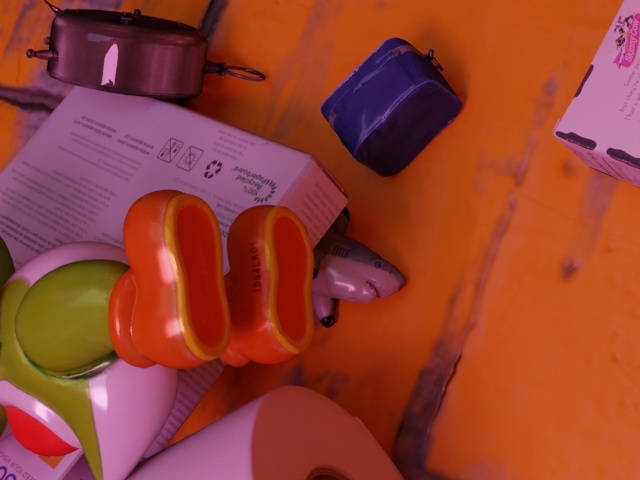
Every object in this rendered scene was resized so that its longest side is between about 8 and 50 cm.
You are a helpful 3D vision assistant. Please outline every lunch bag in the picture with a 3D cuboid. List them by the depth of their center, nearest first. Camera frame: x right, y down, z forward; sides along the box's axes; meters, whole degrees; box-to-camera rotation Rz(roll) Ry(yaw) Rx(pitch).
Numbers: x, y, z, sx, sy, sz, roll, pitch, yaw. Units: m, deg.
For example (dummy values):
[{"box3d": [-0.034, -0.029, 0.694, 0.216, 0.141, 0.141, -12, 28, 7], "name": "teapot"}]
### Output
[{"box3d": [0.054, -0.106, 1.096, 0.098, 0.067, 0.065, -44, 55, 10], "name": "lunch bag"}]

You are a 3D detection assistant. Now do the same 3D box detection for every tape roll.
[{"box3d": [-0.037, 0.236, 0.915, 0.169, 0.246, 0.246, -31, 58, 19], "name": "tape roll"}]

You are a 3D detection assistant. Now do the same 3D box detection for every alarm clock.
[{"box3d": [-0.139, -0.154, 1.197, 0.192, 0.129, 0.064, 11, 103, -6], "name": "alarm clock"}]

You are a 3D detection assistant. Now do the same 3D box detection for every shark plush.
[{"box3d": [0.000, 0.000, 1.117, 0.067, 0.073, 0.161, -30, 39, -9], "name": "shark plush"}]

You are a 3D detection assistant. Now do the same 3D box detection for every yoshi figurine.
[{"box3d": [-0.194, 0.032, 0.948, 0.362, 0.203, 0.203, -16, 29, 30], "name": "yoshi figurine"}]

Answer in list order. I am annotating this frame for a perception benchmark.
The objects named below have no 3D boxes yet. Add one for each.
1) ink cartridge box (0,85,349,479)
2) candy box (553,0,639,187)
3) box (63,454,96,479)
[{"box3d": [-0.185, 0.037, 1.119, 0.324, 0.071, 0.330, 25, 74, 47], "name": "ink cartridge box"}, {"box3d": [0.279, -0.099, 0.946, 0.196, 0.070, 0.164, 27, 88, 36], "name": "candy box"}, {"box3d": [-0.230, 0.246, 1.061, 0.182, 0.119, 0.181, -19, 53, -22], "name": "box"}]
